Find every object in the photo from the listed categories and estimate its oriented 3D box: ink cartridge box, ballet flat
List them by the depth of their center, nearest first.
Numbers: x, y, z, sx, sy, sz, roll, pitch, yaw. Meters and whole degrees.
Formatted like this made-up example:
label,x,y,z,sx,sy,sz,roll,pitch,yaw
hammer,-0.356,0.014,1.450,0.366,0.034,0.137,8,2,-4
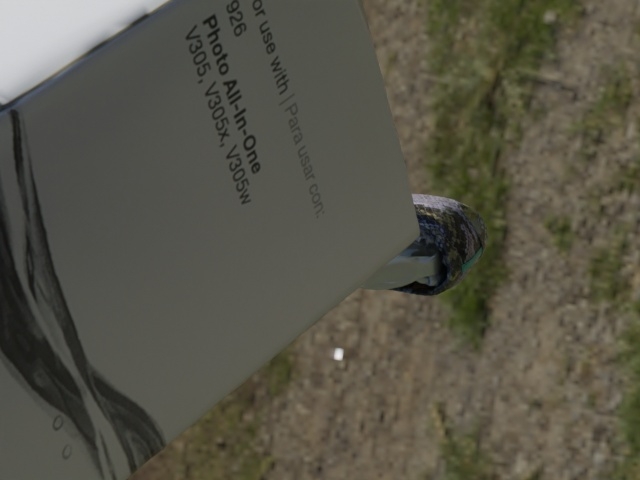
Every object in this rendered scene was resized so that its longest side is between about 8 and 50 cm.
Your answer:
label,x,y,z,sx,sy,sz,roll,pitch,yaw
ink cartridge box,-0.146,0.004,0.415,0.211,0.289,0.121,22,140,44
ballet flat,0.000,0.000,0.532,0.041,0.114,0.041,4,-90,-74
